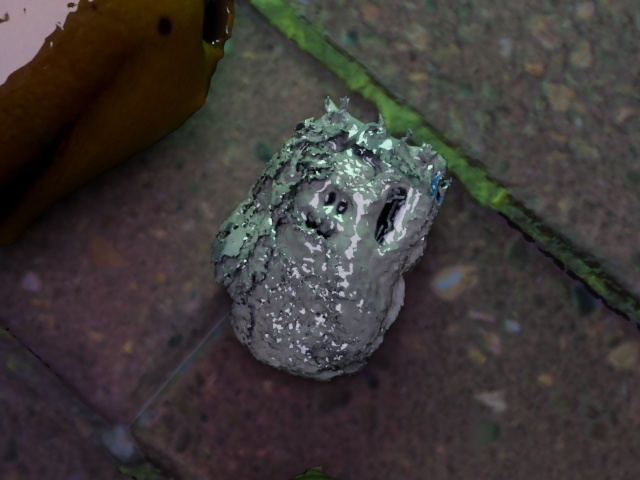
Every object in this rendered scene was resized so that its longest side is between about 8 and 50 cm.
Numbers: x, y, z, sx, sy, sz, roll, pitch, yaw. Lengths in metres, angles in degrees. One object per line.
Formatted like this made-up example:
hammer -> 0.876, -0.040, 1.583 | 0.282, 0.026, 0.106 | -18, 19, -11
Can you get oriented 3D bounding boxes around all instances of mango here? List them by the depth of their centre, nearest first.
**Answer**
mango -> -0.187, -0.102, 1.018 | 0.287, 0.152, 0.201 | -29, 88, -3

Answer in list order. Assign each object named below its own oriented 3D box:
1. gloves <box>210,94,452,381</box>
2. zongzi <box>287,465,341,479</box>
gloves -> 0.001, 0.000, 1.032 | 0.114, 0.070, 0.153 | 26, 81, 6
zongzi -> -0.040, 0.190, 0.948 | 0.176, 0.160, 0.078 | -37, 84, -8
